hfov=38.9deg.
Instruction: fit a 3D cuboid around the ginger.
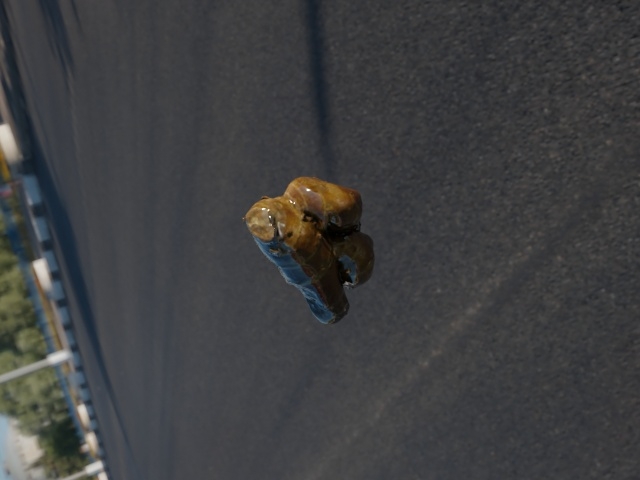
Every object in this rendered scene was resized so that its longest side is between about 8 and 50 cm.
[{"bbox_3d":[0.000,0.000,0.848,0.073,0.103,0.162,40,166,48],"label":"ginger"}]
